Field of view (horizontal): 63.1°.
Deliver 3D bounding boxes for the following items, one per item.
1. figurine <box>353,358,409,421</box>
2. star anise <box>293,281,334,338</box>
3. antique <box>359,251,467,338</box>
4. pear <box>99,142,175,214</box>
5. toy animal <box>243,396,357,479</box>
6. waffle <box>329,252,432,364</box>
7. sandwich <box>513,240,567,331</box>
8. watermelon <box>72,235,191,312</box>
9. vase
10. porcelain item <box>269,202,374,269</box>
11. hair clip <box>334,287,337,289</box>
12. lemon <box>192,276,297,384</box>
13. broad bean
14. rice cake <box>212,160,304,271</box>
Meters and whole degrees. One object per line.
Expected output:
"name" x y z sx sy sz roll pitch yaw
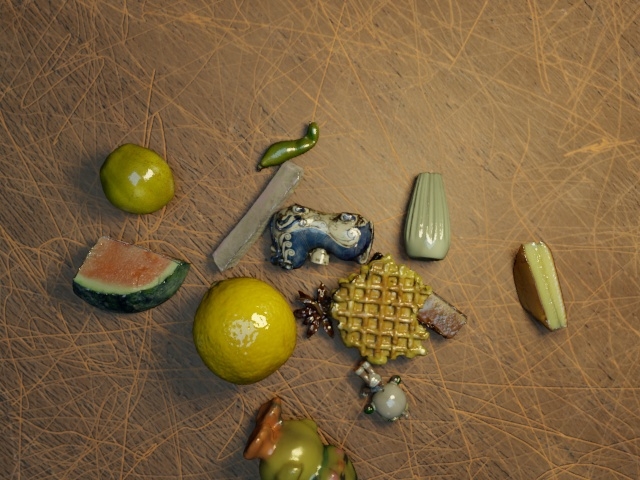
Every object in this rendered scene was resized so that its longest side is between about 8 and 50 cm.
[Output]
"figurine" 0.169 0.425 1.469 0.147 0.093 0.197 -40 83 -23
"star anise" 0.000 0.201 1.476 0.168 0.057 0.167 0 97 0
"antique" 0.260 0.158 1.470 0.310 0.087 0.093 36 91 -2
"pear" -0.491 -0.161 1.397 0.199 0.198 0.197 0 90 -2
"toy animal" -0.058 0.609 1.415 0.338 0.216 0.191 38 116 -5
"waffle" 0.173 0.192 1.409 0.282 0.058 0.300 -18 102 12
"sandwich" 0.621 0.127 1.480 0.094 0.096 0.257 -13 89 -8
"watermelon" -0.526 0.084 1.424 0.319 0.148 0.225 -16 83 -4
"vase" 0.300 -0.069 1.458 0.129 0.128 0.247 4 82 -2
"porcelain item" 0.000 0.000 1.439 0.288 0.138 0.186 8 94 0
"hair clip" 0.120 0.170 1.492 0.173 0.049 0.049 26 89 0
"lemon" -0.197 0.234 1.365 0.294 0.293 0.292 0 90 -2
"broad bean" -0.091 -0.259 1.477 0.214 0.048 0.070 -33 101 1
"rice cake" -0.173 -0.066 1.465 0.073 0.056 0.364 37 91 17
